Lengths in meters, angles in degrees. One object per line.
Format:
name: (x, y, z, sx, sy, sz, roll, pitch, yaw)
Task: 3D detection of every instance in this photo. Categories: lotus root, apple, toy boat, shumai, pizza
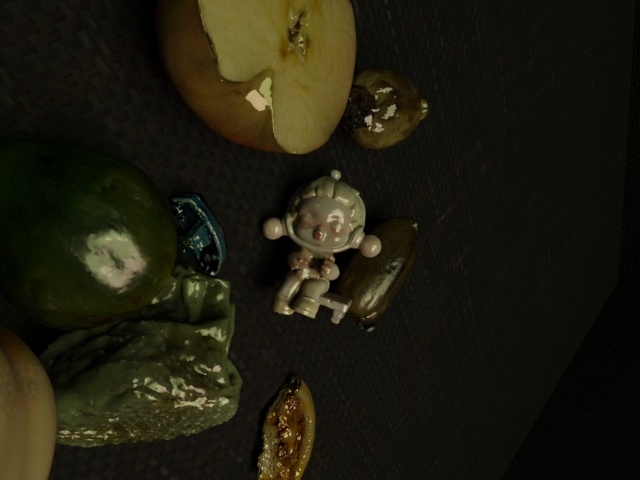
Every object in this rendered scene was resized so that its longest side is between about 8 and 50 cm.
lotus root: (0.108, 0.056, 0.888, 0.240, 0.123, 0.124, -57, 162, -17)
apple: (-0.091, -0.259, 0.566, 0.293, 0.163, 0.251, 49, 59, -55)
lotus root: (0.117, -0.233, 0.797, 0.214, 0.139, 0.138, -8, 109, -42)
toy boat: (-0.176, -0.005, 0.642, 0.060, 0.060, 0.137, -55, 142, -41)
shumai: (-0.243, 0.145, 0.586, 0.261, 0.221, 0.225, -5, 147, -20)
pizza: (-0.064, 0.397, 0.886, 0.134, 0.056, 0.270, 6, 99, -52)

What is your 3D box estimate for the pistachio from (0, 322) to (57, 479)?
pistachio: (-0.389, 0.208, 0.320, 0.445, 0.365, 0.281, -43, 142, 11)

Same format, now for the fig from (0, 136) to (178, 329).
fig: (-0.276, -0.019, 0.463, 0.245, 0.195, 0.195, 41, 75, -34)

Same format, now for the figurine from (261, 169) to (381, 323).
figurine: (0.007, 0.002, 0.754, 0.145, 0.182, 0.256, 15, 91, -60)
